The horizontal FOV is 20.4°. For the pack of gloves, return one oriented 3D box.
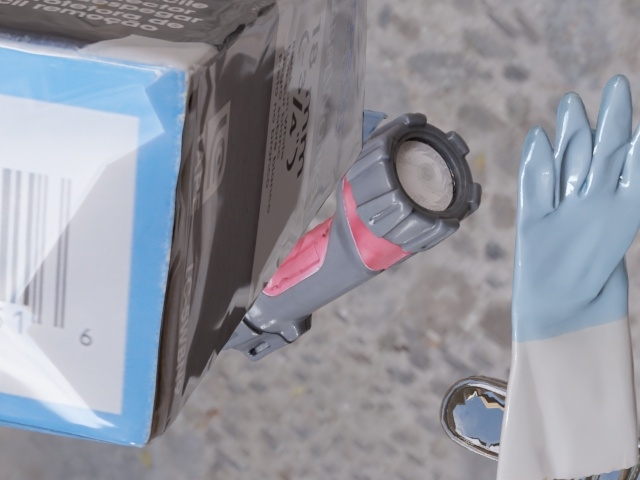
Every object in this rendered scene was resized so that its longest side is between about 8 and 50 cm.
[{"bbox_3d":[0.180,0.008,0.902,0.046,0.195,0.232,-121,27,-55],"label":"pack of gloves"}]

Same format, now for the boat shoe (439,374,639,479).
[{"bbox_3d":[0.280,0.230,1.915,0.307,0.104,0.111,31,98,17],"label":"boat shoe"}]

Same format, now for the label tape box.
[{"bbox_3d":[-0.115,-0.064,0.581,0.240,0.334,0.106,9,110,9],"label":"label tape box"}]

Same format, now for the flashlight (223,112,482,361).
[{"bbox_3d":[0.000,0.000,1.451,0.103,0.103,0.304,23,148,-28],"label":"flashlight"}]
